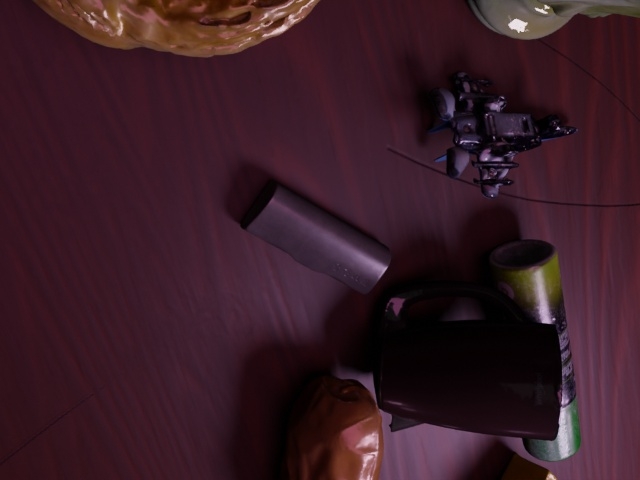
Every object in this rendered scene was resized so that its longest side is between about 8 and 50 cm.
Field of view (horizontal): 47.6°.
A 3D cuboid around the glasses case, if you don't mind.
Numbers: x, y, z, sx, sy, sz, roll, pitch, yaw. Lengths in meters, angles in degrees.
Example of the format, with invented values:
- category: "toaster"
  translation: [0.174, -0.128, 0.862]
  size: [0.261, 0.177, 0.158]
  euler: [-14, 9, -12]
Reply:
- category: "glasses case"
  translation: [-0.001, 0.000, 0.902]
  size: [0.191, 0.042, 0.072]
  euler: [29, 101, -26]

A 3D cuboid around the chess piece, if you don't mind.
- category: "chess piece"
  translation: [0.295, -0.299, 0.783]
  size: [0.176, 0.298, 0.175]
  euler: [-8, 111, -21]

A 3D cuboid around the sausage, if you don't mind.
- category: "sausage"
  translation: [0.011, 0.295, 0.947]
  size: [0.120, 0.136, 0.241]
  euler: [3, 109, -24]

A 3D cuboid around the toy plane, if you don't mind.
- category: "toy plane"
  translation: [0.248, -0.140, 0.933]
  size: [0.247, 0.078, 0.169]
  euler: [-7, 80, -22]

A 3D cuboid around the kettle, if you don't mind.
- category: "kettle"
  translation: [0.184, 0.154, 0.938]
  size: [0.233, 0.144, 0.201]
  euler: [2, 90, 9]

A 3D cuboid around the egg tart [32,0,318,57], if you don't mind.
- category: "egg tart"
  translation: [-0.135, -0.363, 0.668]
  size: [0.388, 0.169, 0.387]
  euler: [-6, 110, -16]

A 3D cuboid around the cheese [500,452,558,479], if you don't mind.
- category: "cheese"
  translation: [0.358, 0.429, 1.119]
  size: [0.171, 0.093, 0.126]
  euler: [33, 79, -19]

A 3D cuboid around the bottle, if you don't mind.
- category: "bottle"
  translation: [0.313, 0.164, 1.043]
  size: [0.093, 0.093, 0.329]
  euler: [-21, 112, -14]
